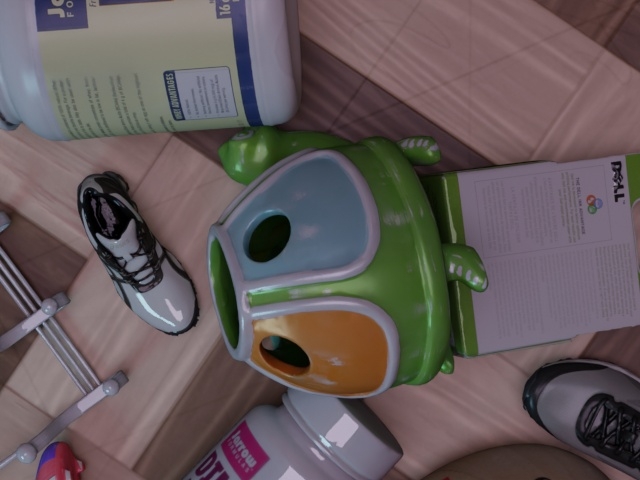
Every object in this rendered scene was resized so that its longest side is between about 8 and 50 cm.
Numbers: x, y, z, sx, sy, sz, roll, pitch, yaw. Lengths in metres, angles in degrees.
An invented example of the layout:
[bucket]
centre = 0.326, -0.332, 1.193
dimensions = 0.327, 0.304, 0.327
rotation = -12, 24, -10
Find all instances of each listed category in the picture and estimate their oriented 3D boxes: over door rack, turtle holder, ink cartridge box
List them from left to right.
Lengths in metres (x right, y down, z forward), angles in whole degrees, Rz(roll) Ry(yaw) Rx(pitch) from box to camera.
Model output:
[over door rack]
centre = -0.403, 0.157, 1.593
dimensions = 0.324, 0.108, 0.239
rotation = -36, 91, 5
[turtle holder]
centre = 0.005, 0.000, 1.475
dimensions = 0.227, 0.243, 0.320
rotation = -10, 77, -15
[ink cartridge box]
centre = 0.239, 0.009, 1.561
dimensions = 0.255, 0.097, 0.189
rotation = -8, 93, -16

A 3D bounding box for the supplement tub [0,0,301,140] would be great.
[supplement tub]
centre = -0.189, -0.221, 1.493
dimensions = 0.325, 0.235, 0.235
rotation = -4, 93, 3

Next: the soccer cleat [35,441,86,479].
[soccer cleat]
centre = -0.298, 0.342, 1.616
dimensions = 0.095, 0.083, 0.248
rotation = -2, 96, 8

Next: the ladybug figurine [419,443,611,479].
[ladybug figurine]
centre = 0.156, 0.421, 1.554
dimensions = 0.305, 0.162, 0.449
rotation = 34, 95, 0

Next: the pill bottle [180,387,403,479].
[pill bottle]
centre = -0.058, 0.274, 1.556
dimensions = 0.160, 0.160, 0.283
rotation = 44, 94, -1

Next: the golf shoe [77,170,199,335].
[golf shoe]
centre = -0.201, 0.020, 1.581
dimensions = 0.077, 0.094, 0.198
rotation = -35, 93, 3

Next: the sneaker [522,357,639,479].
[sneaker]
centre = 0.341, 0.204, 1.560
dimensions = 0.271, 0.108, 0.100
rotation = 26, 96, 2
